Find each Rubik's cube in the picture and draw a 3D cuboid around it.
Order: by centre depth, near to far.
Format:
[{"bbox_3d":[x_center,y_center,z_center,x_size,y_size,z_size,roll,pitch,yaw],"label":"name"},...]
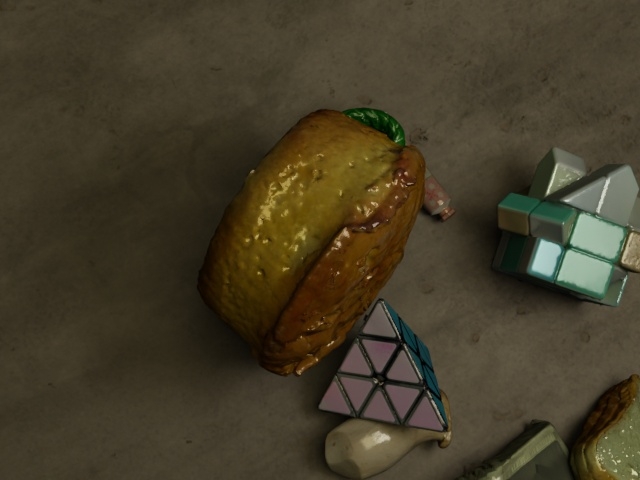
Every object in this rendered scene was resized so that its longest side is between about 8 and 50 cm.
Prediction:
[{"bbox_3d":[0.109,0.236,1.543,0.190,0.211,0.178,-44,53,4],"label":"Rubik's cube"},{"bbox_3d":[0.393,-0.025,1.664,0.265,0.224,0.212,19,89,-10],"label":"Rubik's cube"}]

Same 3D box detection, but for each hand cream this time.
[{"bbox_3d":[0.146,-0.119,1.722,0.067,0.043,0.209,-37,81,-13],"label":"hand cream"}]

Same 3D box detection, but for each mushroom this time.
[{"bbox_3d":[0.106,0.293,1.583,0.213,0.088,0.097,-14,68,-18],"label":"mushroom"}]

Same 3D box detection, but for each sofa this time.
[{"bbox_3d":[0.297,0.417,1.603,0.225,0.176,0.210,-27,83,-46],"label":"sofa"}]

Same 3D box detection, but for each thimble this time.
[{"bbox_3d":[0.067,-0.148,1.671,0.130,0.090,0.118,25,79,12],"label":"thimble"}]

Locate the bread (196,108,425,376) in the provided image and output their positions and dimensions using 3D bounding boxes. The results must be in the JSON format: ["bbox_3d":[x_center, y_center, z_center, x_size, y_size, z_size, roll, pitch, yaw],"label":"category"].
[{"bbox_3d":[0.000,0.000,1.475,0.215,0.398,0.398,34,71,11],"label":"bread"}]

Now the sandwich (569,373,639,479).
[{"bbox_3d":[0.508,0.364,1.619,0.251,0.087,0.226,51,50,1],"label":"sandwich"}]
